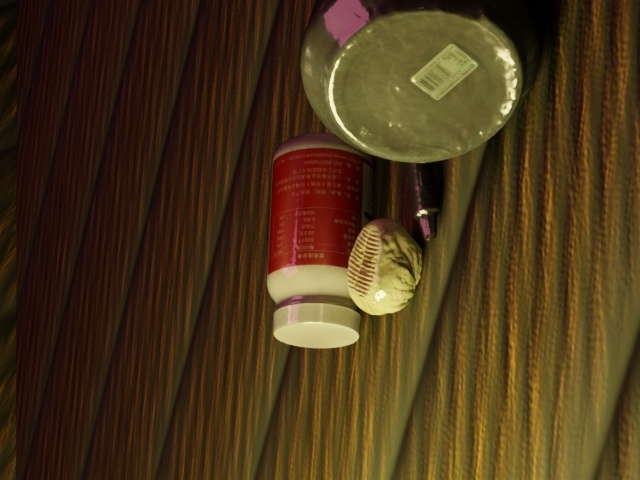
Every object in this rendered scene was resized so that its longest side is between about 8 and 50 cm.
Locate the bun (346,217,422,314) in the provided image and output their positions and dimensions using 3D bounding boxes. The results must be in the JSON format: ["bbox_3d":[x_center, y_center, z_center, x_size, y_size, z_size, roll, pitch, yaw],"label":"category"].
[{"bbox_3d":[0.079,0.032,2.062,0.115,0.069,0.115,-43,40,53],"label":"bun"}]

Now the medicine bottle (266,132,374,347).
[{"bbox_3d":[0.000,0.000,2.189,0.131,0.131,0.250,143,133,-59],"label":"medicine bottle"}]

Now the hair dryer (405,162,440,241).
[{"bbox_3d":[0.109,-0.105,2.087,0.114,0.070,0.248,-43,50,54],"label":"hair dryer"}]

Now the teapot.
[{"bbox_3d":[0.103,-0.287,1.934,0.344,0.253,0.300,-97,27,-48],"label":"teapot"}]
